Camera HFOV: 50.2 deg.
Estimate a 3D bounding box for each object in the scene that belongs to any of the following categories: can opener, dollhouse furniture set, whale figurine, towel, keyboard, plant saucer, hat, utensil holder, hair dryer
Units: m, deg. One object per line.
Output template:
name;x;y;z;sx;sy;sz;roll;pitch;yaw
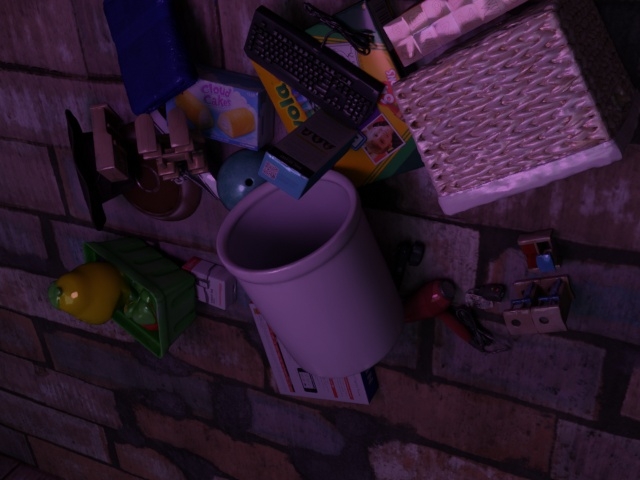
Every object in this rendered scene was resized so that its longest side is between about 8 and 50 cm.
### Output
can opener;0.199;0.077;1.696;0.073;0.059;0.186;26;128;12
dollhouse furniture set;0.465;0.094;1.511;0.129;0.129;0.183;-11;114;34
whale figurine;-0.126;-0.115;1.674;0.272;0.141;0.216;31;91;-1
towel;-0.398;-0.470;1.607;0.228;0.076;0.308;-20;82;41
keyboard;-0.008;-0.381;1.403;0.317;0.033;0.201;35;130;7
plant saucer;-0.476;-0.181;1.918;0.311;0.050;0.310;15;126;22
hat;-0.574;-0.199;1.828;0.134;0.331;0.331;-15;120;-12
utensil holder;-0.004;0.081;1.564;0.328;0.327;0.385;-2;136;30
dollhouse furniture set;-0.402;-0.248;1.616;0.242;0.212;0.160;-10;78;1
hair dryer;0.314;0.197;1.695;0.294;0.080;0.223;7;123;26

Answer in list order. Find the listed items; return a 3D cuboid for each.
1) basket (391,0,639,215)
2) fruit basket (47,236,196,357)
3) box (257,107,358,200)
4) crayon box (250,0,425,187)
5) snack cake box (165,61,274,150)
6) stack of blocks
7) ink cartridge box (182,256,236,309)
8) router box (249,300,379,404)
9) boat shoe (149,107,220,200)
basket;0.354;-0.255;1.229;0.331;0.328;0.266;-21;104;37
fruit basket;-0.589;0.164;1.955;0.392;0.392;0.282;18;127;19
box;-0.020;-0.181;1.394;0.101;0.244;0.060;34;131;7
crayon box;0.065;-0.303;1.496;0.313;0.106;0.362;-16;111;35
snack cake box;-0.246;-0.332;1.665;0.265;0.089;0.152;17;127;19
stack of blocks;0.281;-0.443;1.245;0.297;0.171;0.087;-21;108;36
ink cartridge box;-0.328;0.126;2.020;0.151;0.063;0.109;18;126;19
router box;-0.016;0.301;1.945;0.301;0.082;0.335;0;119;29
boat shoe;-0.357;-0.202;1.774;0.105;0.113;0.306;-42;94;10
